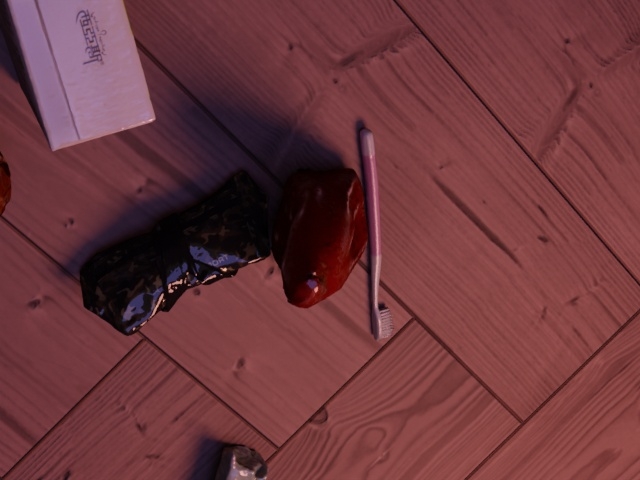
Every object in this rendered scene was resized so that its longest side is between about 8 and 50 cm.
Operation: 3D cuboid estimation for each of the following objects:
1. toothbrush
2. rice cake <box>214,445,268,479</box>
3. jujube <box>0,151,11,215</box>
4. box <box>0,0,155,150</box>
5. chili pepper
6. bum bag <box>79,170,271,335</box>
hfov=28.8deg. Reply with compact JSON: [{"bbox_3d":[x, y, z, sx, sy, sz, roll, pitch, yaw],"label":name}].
[{"bbox_3d":[0.069,-0.004,1.554,0.025,0.020,0.286,-15,115,-21],"label":"toothbrush"},{"bbox_3d":[-0.122,0.358,1.607,0.063,0.069,0.206,13,103,-20],"label":"rice cake"},{"bbox_3d":[-0.382,-0.065,1.293,0.109,0.176,0.112,27,94,-29],"label":"jujube"},{"bbox_3d":[-0.260,-0.223,1.226,0.111,0.260,0.194,-19,116,-15],"label":"box"},{"bbox_3d":[0.000,0.000,1.410,0.144,0.252,0.136,-41,99,9],"label":"chili pepper"},{"bbox_3d":[-0.163,0.019,1.449,0.248,0.102,0.069,-32,151,-3],"label":"bum bag"}]
